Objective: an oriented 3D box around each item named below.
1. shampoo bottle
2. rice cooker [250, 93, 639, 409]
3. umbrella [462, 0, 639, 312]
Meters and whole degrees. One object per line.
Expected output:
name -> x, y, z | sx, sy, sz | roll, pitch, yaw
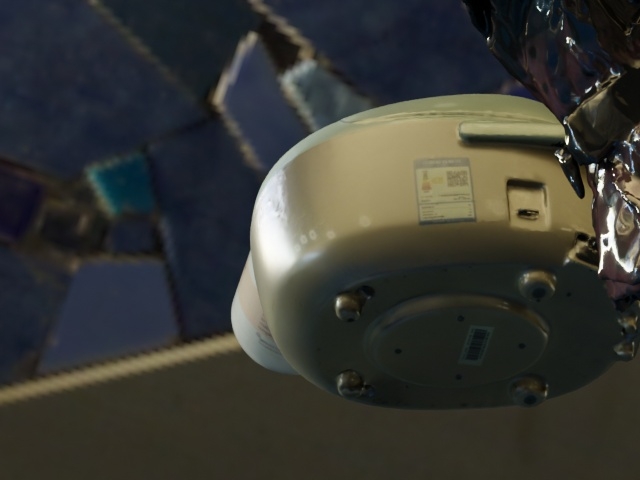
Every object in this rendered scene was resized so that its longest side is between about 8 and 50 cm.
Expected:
shampoo bottle -> 0.000, 0.000, 1.086 | 0.074, 0.192, 0.074 | 8, -128, -10
rice cooker -> 0.068, 0.009, 0.944 | 0.206, 0.145, 0.127 | 0, -134, 2
umbrella -> 0.121, -0.025, 0.651 | 0.094, 0.090, 0.326 | -13, -112, -36
